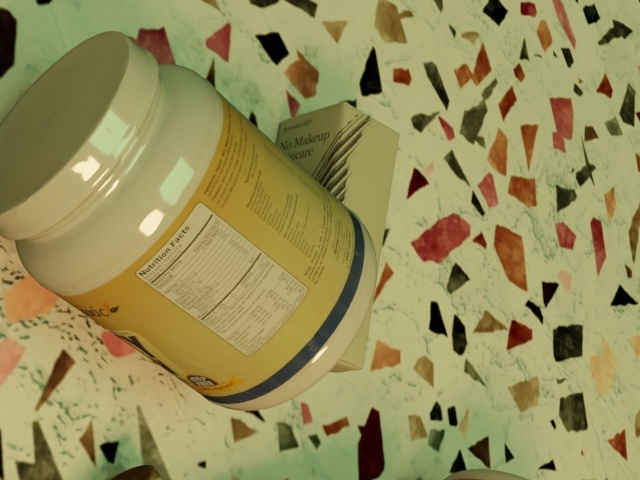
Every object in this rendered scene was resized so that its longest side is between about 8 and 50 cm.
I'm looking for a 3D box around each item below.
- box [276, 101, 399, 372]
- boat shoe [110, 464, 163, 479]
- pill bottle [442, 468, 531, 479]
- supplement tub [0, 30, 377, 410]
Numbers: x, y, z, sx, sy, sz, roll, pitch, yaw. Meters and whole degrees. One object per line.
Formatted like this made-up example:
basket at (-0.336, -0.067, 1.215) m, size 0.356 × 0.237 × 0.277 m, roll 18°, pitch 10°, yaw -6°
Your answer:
box at (0.000, 0.000, 1.255) m, size 0.094 × 0.113 × 0.275 m, roll 25°, pitch 64°, yaw -38°
boat shoe at (-0.202, 0.321, 0.997) m, size 0.089 × 0.104 × 0.285 m, roll 54°, pitch 49°, yaw -20°
pill bottle at (0.156, 0.448, 1.260) m, size 0.210 × 0.210 × 0.363 m, roll 51°, pitch 51°, yaw -26°
supplement tub at (-0.125, -0.013, 1.047) m, size 0.316 × 0.228 × 0.228 m, roll 41°, pitch 56°, yaw -32°
